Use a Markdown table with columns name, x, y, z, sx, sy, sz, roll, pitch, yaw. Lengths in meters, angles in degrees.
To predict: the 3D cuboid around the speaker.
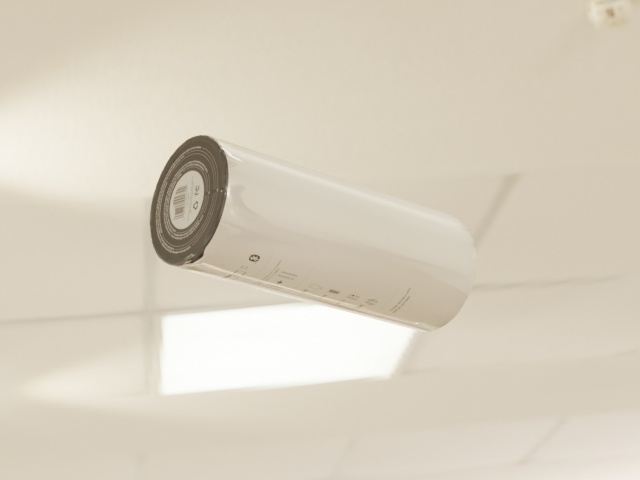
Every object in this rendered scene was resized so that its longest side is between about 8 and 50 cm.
| name | x | y | z | sx | sy | sz | roll | pitch | yaw |
| --- | --- | --- | --- | --- | --- | --- | --- | --- | --- |
| speaker | 0.000 | 0.000 | 0.632 | 0.136 | 0.055 | 0.055 | 16 | -30 | -36 |
